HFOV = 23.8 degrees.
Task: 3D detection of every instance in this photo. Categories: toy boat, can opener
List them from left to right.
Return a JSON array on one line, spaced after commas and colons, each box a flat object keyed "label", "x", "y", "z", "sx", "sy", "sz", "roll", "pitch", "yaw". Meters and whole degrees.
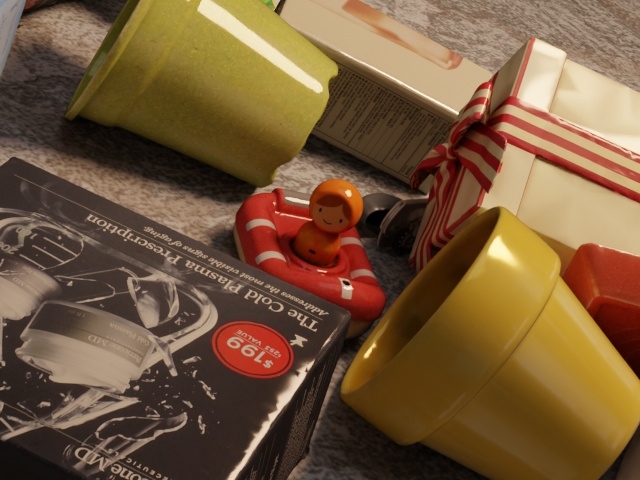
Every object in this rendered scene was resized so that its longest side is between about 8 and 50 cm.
[{"label": "toy boat", "x": 0.000, "y": 0.000, "z": 1.675, "sx": 0.151, "sy": 0.151, "sz": 0.231, "roll": 11, "pitch": 33, "yaw": -23}, {"label": "can opener", "x": 0.164, "y": -0.041, "z": 1.939, "sx": 0.283, "sy": 0.076, "sz": 0.095, "roll": -7, "pitch": 44, "yaw": -44}]

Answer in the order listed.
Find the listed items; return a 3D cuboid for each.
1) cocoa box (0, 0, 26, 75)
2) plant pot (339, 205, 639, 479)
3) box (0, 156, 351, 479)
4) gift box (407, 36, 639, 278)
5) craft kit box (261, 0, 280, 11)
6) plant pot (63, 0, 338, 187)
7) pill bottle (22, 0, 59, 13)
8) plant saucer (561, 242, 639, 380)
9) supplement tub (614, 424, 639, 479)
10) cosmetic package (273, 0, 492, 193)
[{"label": "cocoa box", "x": -0.428, "y": -0.120, "z": 1.351, "sx": 0.228, "sy": 0.347, "sz": 0.231, "roll": 23, "pitch": 29, "yaw": -4}, {"label": "plant pot", "x": 0.188, "y": 0.135, "z": 1.534, "sx": 0.239, "sy": 0.254, "sz": 0.254, "roll": 40, "pitch": 30, "yaw": -4}, {"label": "box", "x": -0.198, "y": 0.130, "z": 1.239, "sx": 0.343, "sy": 0.179, "sz": 0.312, "roll": 24, "pitch": 36, "yaw": 10}, {"label": "gift box", "x": 0.248, "y": -0.048, "z": 1.729, "sx": 0.258, "sy": 0.255, "sz": 0.276, "roll": 25, "pitch": 62, "yaw": -8}, {"label": "craft kit box", "x": -0.119, "y": -0.353, "z": 2.110, "sx": 0.250, "sy": 0.061, "sz": 0.246, "roll": -28, "pitch": 99, "yaw": -55}, {"label": "plant pot", "x": -0.130, "y": -0.199, "z": 1.824, "sx": 0.254, "sy": 0.276, "sz": 0.276, "roll": 32, "pitch": 28, "yaw": -13}, {"label": "pill bottle", "x": -0.366, "y": -0.420, "z": 2.008, "sx": 0.210, "sy": 0.210, "sz": 0.363, "roll": 33, "pitch": 31, "yaw": 13}, {"label": "plant saucer", "x": 0.367, "y": 0.122, "z": 1.655, "sx": 0.259, "sy": 0.258, "sz": 0.047, "roll": 16, "pitch": 54, "yaw": -1}, {"label": "supplement tub", "x": 0.483, "y": 0.263, "z": 1.536, "sx": 0.325, "sy": 0.235, "sz": 0.235, "roll": 28, "pitch": 30, "yaw": 4}, {"label": "cosmetic package", "x": 0.058, "y": -0.208, "z": 1.998, "sx": 0.296, "sy": 0.153, "sz": 0.129, "roll": 29, "pitch": 44, "yaw": -10}]
